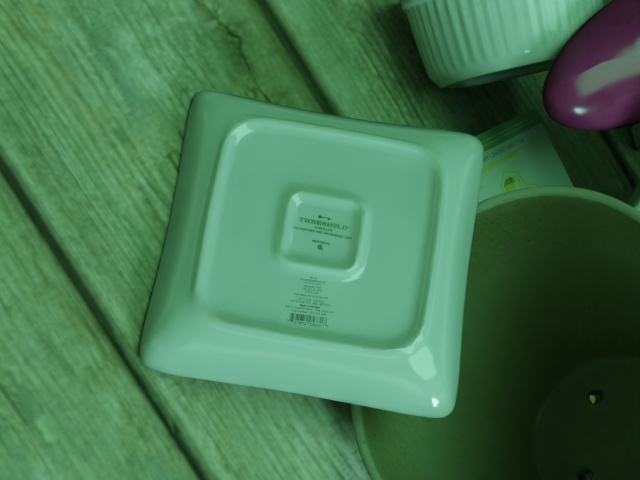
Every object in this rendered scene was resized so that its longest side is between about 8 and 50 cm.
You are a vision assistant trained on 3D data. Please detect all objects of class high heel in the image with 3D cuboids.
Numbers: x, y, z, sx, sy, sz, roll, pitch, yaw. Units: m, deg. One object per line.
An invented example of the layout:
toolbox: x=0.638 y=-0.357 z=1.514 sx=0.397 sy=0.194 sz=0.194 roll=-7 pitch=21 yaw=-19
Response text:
high heel: x=0.394 y=-0.198 z=1.269 sx=0.377 sy=0.181 sz=0.127 roll=-30 pitch=109 yaw=-20

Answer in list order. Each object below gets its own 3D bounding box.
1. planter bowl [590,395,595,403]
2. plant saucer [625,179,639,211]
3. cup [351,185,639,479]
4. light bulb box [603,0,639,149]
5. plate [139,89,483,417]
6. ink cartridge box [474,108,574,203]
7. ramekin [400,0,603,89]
planter bowl: x=0.360 y=0.178 z=1.394 sx=0.217 sy=0.090 sz=0.217 roll=-5 pitch=58 yaw=7
plant saucer: x=0.468 y=-0.068 z=1.356 sx=0.400 sy=0.400 sz=0.101 roll=7 pitch=52 yaw=-33
cup: x=0.228 y=0.150 z=1.231 sx=0.237 sy=0.331 sz=0.331 roll=37 pitch=55 yaw=-47
light bulb box: x=0.510 y=-0.328 z=1.599 sx=0.361 sy=0.225 sz=0.358 roll=-14 pitch=83 yaw=-35
plate: x=0.000 y=0.000 z=1.185 sx=0.277 sy=0.045 sz=0.278 roll=10 pitch=67 yaw=-2
ink cartridge box: x=0.208 y=0.000 z=1.398 sx=0.171 sy=0.056 sz=0.235 roll=-27 pitch=89 yaw=-37
ramekin: x=0.192 y=-0.224 z=1.369 sx=0.207 sy=0.207 sz=0.109 roll=-14 pitch=92 yaw=-36
